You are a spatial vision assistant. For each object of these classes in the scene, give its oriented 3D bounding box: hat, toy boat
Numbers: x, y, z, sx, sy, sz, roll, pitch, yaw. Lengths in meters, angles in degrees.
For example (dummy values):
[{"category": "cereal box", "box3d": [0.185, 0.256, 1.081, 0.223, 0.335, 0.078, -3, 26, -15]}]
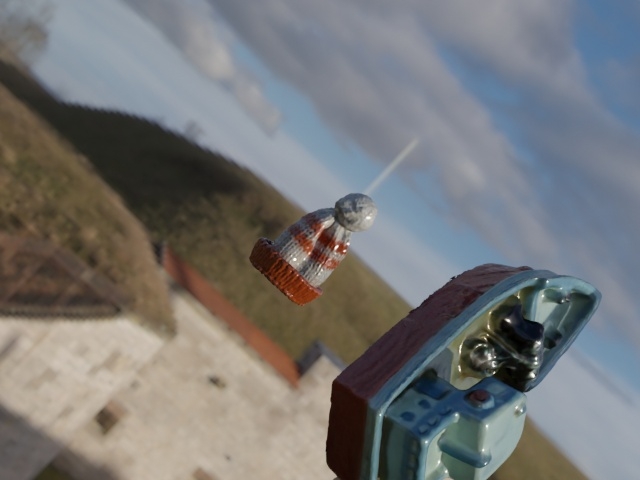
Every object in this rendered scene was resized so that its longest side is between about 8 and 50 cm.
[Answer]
[{"category": "hat", "box3d": [0.000, 0.000, 1.766, 0.093, 0.162, 0.112, 47, 6, 35]}, {"category": "toy boat", "box3d": [0.152, 0.118, 1.299, 0.133, 0.332, 0.145, 26, -50, 29]}]

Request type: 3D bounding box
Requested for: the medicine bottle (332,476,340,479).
[{"category": "medicine bottle", "box3d": [0.116, 0.406, 2.045, 0.222, 0.112, 0.149, -17, -57, 41]}]
